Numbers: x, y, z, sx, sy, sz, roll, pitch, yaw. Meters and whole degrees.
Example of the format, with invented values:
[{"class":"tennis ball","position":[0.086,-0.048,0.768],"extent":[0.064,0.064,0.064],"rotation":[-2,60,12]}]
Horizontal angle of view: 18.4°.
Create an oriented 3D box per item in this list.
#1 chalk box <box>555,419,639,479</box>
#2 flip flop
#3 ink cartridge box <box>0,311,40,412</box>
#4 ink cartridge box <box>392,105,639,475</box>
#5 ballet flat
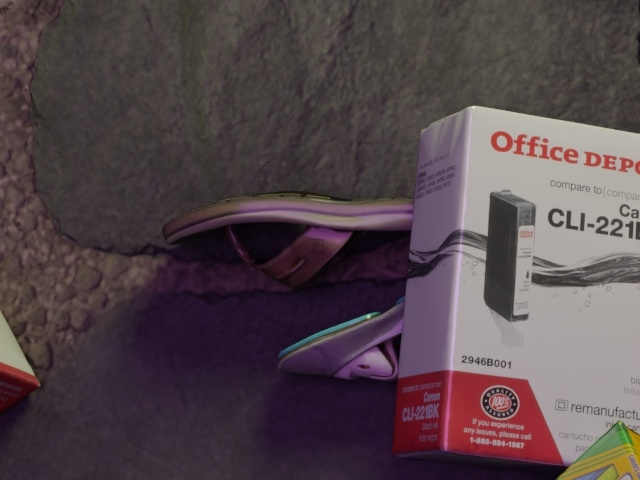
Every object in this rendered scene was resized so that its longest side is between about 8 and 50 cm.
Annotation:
[{"class":"chalk box","position":[0.212,0.269,1.482],"extent":[0.213,0.132,0.132],"rotation":[-48,29,19]},{"class":"flip flop","position":[0.000,0.000,1.670],"extent":[0.277,0.112,0.080],"rotation":[1,94,8]},{"class":"ink cartridge box","position":[-0.424,0.141,1.671],"extent":[0.306,0.226,0.131],"rotation":[-36,72,6]},{"class":"ink cartridge box","position":[0.175,0.044,1.565],"extent":[0.197,0.114,0.273],"rotation":[8,79,-17]},{"class":"ballet flat","position":[0.067,0.080,1.647],"extent":[0.213,0.072,0.068],"rotation":[-27,79,6]}]
